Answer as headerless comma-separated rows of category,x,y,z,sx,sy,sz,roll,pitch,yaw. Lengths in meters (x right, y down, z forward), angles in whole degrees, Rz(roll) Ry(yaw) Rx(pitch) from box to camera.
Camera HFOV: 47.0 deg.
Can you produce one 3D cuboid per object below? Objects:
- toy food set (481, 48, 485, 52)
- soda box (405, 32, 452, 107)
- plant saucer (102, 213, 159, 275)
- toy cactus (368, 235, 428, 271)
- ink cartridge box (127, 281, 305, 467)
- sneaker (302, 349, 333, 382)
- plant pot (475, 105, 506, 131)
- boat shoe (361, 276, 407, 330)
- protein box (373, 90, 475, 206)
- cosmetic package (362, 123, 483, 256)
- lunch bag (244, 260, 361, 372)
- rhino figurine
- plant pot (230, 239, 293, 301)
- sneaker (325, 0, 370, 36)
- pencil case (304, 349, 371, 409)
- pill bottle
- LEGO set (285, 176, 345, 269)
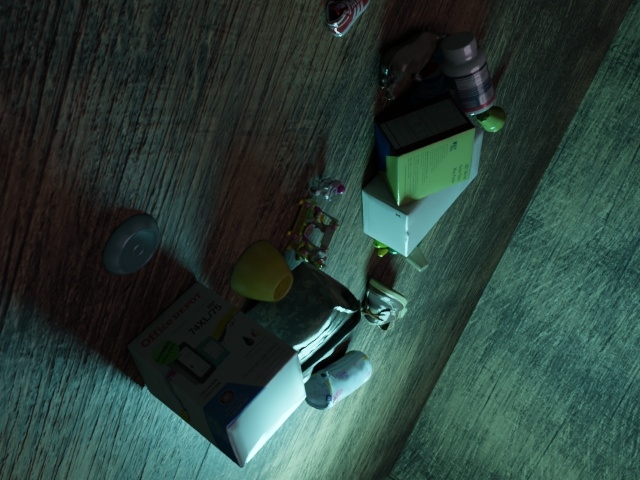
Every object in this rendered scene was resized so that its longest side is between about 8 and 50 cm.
toy food set,0.399,-0.443,2.048,0.132,0.039,0.192,-32,140,-57
soda box,0.300,-0.407,1.853,0.210,0.067,0.071,-61,155,6
plant saucer,-0.313,0.012,1.242,0.119,0.021,0.119,-43,151,-31
toy cactus,0.236,0.017,2.118,0.112,0.180,0.219,-47,158,28
ink cartridge box,-0.199,0.260,1.446,0.198,0.270,0.197,-45,152,-27
sneaker,-0.047,0.291,1.999,0.290,0.106,0.123,-37,143,-57
plant pot,0.525,-0.389,2.305,0.079,0.083,0.083,9,111,-51
boat shoe,0.196,0.217,2.341,0.123,0.123,0.342,-55,162,-9
protein box,0.252,-0.222,1.804,0.201,0.136,0.199,-21,147,-8
cosmetic package,0.280,-0.159,2.003,0.365,0.155,0.197,-45,153,-26
lunch bag,-0.033,0.199,1.773,0.235,0.169,0.287,-42,158,8
rhino figurine,0.214,-0.420,1.670,0.243,0.073,0.106,-42,154,-36
plant pot,-0.116,0.079,1.604,0.134,0.095,0.134,-44,152,-30
sneaker,0.052,-0.443,1.371,0.118,0.042,0.067,-57,159,4
pencil case,0.055,0.437,2.335,0.273,0.114,0.124,-17,114,-55
pill bottle,0.349,-0.401,1.760,0.108,0.108,0.180,-47,132,-24
LEGO set,0.000,0.000,1.716,0.132,0.107,0.287,-36,148,-40
